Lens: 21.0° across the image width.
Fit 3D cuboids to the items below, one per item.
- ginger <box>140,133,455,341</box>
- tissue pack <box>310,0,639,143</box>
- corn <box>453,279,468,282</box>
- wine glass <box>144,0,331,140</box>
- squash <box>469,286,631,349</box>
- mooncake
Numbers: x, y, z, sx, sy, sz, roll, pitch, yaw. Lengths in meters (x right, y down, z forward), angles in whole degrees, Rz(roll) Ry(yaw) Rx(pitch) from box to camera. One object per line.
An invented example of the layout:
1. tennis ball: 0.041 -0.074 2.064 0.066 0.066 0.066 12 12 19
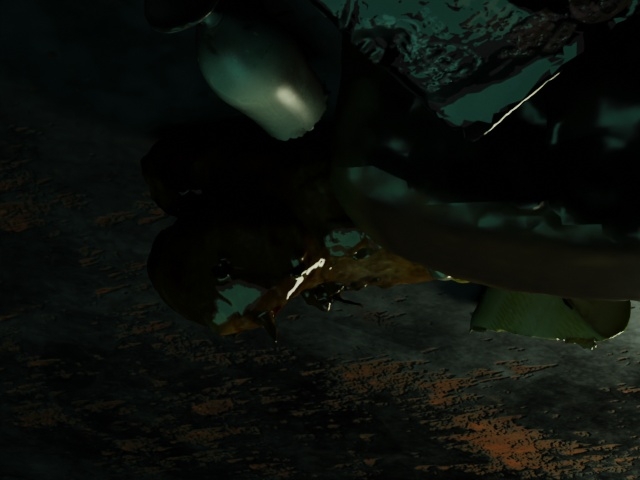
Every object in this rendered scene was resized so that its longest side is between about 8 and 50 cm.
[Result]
1. ginger: 0.000 0.000 1.909 0.418 0.254 0.176 1 153 2
2. tissue pack: 0.159 -0.261 1.409 0.332 0.123 0.245 -39 116 23
3. corn: 0.192 0.008 2.014 0.085 0.063 0.165 56 150 -13
4. wine glass: -0.080 -0.191 1.725 0.103 0.103 0.222 -9 146 28
5. squash: 0.287 0.096 2.122 0.093 0.169 0.252 -30 160 -24
6. mooncake: 0.208 -0.104 1.652 0.394 0.246 0.393 25 152 -27
